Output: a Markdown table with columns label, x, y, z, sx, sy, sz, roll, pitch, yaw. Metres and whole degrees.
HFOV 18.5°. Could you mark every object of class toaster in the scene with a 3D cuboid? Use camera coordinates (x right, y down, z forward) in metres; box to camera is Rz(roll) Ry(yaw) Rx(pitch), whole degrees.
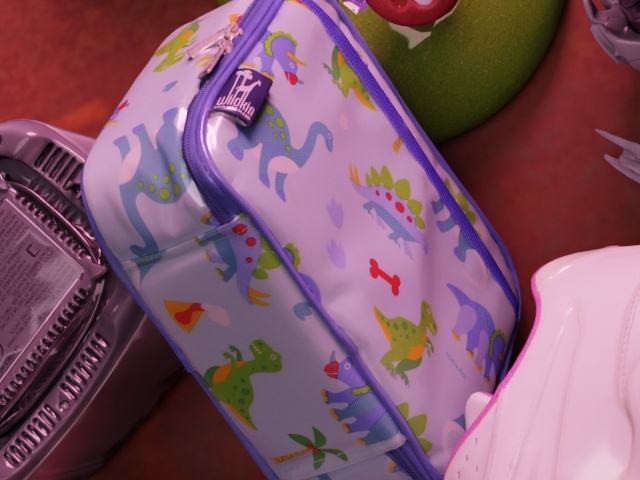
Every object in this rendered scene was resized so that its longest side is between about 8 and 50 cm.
| label | x | y | z | sx | sy | sz | roll | pitch | yaw |
| --- | --- | --- | --- | --- | --- | --- | --- | --- | --- |
| toaster | -0.133 | 0.032 | 0.963 | 0.129 | 0.146 | 0.227 | 39 | 101 | 15 |

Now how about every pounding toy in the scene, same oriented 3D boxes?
| label | x | y | z | sx | sy | sz | roll | pitch | yaw |
| --- | --- | --- | --- | --- | --- | --- | --- | --- | --- |
| pounding toy | 0.015 | -0.163 | 0.940 | 0.183 | 0.110 | 0.237 | -12 | 85 | 17 |

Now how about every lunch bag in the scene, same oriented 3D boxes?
| label | x | y | z | sx | sy | sz | roll | pitch | yaw |
| --- | --- | --- | --- | --- | --- | --- | --- | --- | --- |
| lunch bag | 0.000 | 0.000 | 0.878 | 0.090 | 0.176 | 0.219 | -22 | 113 | 31 |

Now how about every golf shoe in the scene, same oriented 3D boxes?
| label | x | y | z | sx | sy | sz | roll | pitch | yaw |
| --- | --- | --- | --- | --- | --- | --- | --- | --- | --- |
| golf shoe | 0.102 | 0.143 | 0.807 | 0.140 | 0.115 | 0.306 | 23 | 86 | 44 |

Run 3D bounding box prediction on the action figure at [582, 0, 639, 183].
| label | x | y | z | sx | sy | sz | roll | pitch | yaw |
| --- | --- | --- | --- | --- | --- | --- | --- | --- | --- |
| action figure | 0.212 | -0.115 | 0.873 | 0.185 | 0.099 | 0.285 | 19 | 86 | 36 |
